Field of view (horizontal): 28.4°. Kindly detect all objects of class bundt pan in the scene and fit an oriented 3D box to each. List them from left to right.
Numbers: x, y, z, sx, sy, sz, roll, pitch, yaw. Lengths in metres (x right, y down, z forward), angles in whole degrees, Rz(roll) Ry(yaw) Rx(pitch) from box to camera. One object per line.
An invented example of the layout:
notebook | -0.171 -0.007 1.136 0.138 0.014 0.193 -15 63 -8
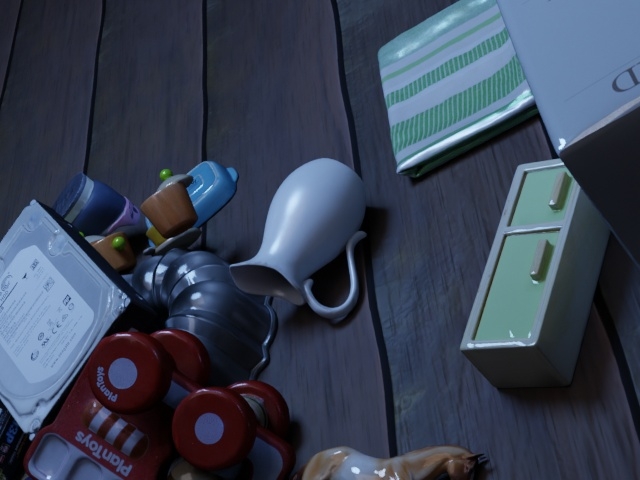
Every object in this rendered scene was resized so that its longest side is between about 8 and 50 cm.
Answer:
bundt pan | -0.230 0.145 1.797 0.331 0.124 0.330 -26 40 24

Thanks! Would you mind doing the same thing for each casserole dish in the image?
casserole dish | -0.218 -0.062 2.069 0.188 0.037 0.114 -39 36 4

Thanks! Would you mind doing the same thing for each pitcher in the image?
pitcher | 0.000 0.000 1.741 0.178 0.125 0.207 26 64 13

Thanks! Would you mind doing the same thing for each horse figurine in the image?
horse figurine | 0.042 0.296 1.433 0.263 0.066 0.174 0 60 41

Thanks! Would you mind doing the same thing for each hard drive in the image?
hard drive | -0.391 0.109 1.796 0.237 0.064 0.339 -54 43 3

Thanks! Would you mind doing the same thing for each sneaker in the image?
sneaker | -0.419 0.023 2.128 0.319 0.131 0.112 -45 30 40

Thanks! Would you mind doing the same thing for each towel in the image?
towel | 0.198 -0.244 1.853 0.248 0.038 0.324 -29 38 21

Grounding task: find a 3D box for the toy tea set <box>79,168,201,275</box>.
toy tea set | -0.308 -0.007 1.934 0.336 0.200 0.124 -35 80 21

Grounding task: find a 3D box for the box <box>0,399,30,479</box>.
box | -0.485 0.277 1.896 0.175 0.051 0.220 8 71 57

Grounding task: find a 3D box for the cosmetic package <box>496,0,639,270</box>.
cosmetic package | 0.415 -0.191 1.344 0.329 0.327 0.393 -30 39 18

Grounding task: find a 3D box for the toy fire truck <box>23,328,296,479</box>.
toy fire truck | -0.194 0.261 1.567 0.302 0.169 0.253 32 96 14

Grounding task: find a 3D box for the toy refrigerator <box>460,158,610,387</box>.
toy refrigerator | 0.256 0.032 1.470 0.102 0.094 0.269 -7 49 40

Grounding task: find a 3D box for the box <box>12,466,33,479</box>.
box | -0.395 0.370 1.803 0.136 0.036 0.225 -38 35 8
